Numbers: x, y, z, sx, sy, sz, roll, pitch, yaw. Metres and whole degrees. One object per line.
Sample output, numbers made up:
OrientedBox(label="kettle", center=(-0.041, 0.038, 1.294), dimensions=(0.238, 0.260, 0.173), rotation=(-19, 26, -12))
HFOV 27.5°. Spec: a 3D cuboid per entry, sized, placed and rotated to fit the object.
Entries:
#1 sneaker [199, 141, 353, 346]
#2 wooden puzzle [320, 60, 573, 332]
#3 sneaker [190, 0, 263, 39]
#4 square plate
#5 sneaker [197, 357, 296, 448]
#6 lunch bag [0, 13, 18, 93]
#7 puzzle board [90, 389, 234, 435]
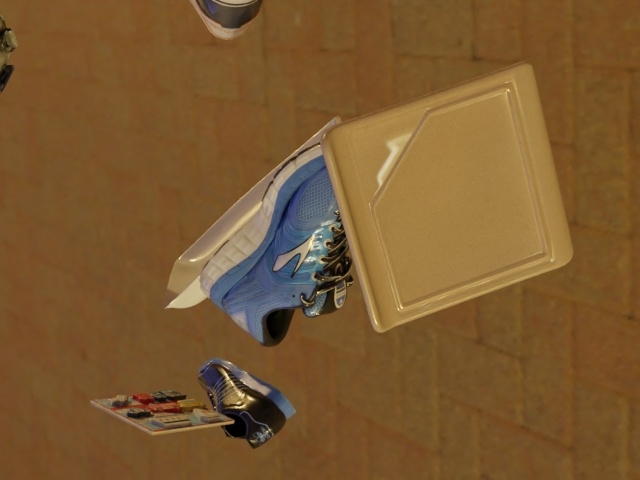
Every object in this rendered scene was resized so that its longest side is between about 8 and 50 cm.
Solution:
OrientedBox(label="sneaker", center=(0.000, 0.000, 1.489), dimensions=(0.147, 0.130, 0.330), rotation=(50, 128, 15))
OrientedBox(label="wooden puzzle", center=(0.130, -0.045, 1.323), dimensions=(0.044, 0.238, 0.221), rotation=(-143, 35, -67))
OrientedBox(label="sneaker", center=(-0.141, -0.407, 1.696), dimensions=(0.127, 0.126, 0.321), rotation=(110, 156, -60))
OrientedBox(label="square plate", center=(-0.080, -0.039, 1.889), dimensions=(0.049, 0.347, 0.344), rotation=(47, -176, -10))
OrientedBox(label="sneaker", center=(-0.136, 0.248, 2.002), dimensions=(0.232, 0.090, 0.081), rotation=(15, 143, 54))
OrientedBox(label="lunch bag", center=(-0.619, -0.266, 1.850), dimensions=(0.305, 0.256, 0.212), rotation=(19, 137, 11))
OrientedBox(label="puzzle board", center=(-0.167, 0.181, 1.398), dimensions=(0.096, 0.128, 0.011), rotation=(18, 100, 36))
